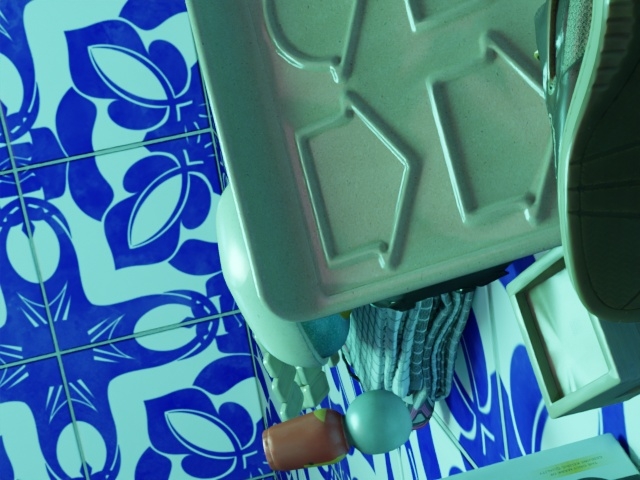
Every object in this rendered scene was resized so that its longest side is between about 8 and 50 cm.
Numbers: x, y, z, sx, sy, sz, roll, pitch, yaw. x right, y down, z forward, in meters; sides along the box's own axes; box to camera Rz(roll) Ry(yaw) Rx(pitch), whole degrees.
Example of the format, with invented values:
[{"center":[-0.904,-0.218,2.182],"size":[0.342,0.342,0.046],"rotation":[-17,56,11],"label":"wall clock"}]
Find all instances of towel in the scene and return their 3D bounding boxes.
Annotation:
[{"center":[0.087,0.033,1.513],"size":[0.284,0.121,0.235],"rotation":[91,161,-46],"label":"towel"}]

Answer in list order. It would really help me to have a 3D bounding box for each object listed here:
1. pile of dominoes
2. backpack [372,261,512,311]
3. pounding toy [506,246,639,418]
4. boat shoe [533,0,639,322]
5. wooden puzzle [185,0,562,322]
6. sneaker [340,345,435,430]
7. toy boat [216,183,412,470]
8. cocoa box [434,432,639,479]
[{"center":[-0.055,0.082,1.559],"size":[0.196,0.040,0.251],"rotation":[-40,-67,-65],"label":"pile of dominoes"},{"center":[0.094,-0.049,1.232],"size":[0.144,0.165,0.188],"rotation":[106,147,-66],"label":"backpack"},{"center":[0.212,0.055,0.990],"size":[0.141,0.100,0.130],"rotation":[128,129,-63],"label":"pounding toy"},{"center":[0.192,-0.122,0.801],"size":[0.123,0.123,0.342],"rotation":[-111,15,-70],"label":"boat shoe"},{"center":[0.079,-0.132,0.972],"size":[0.080,0.347,0.322],"rotation":[-4,-103,-59],"label":"wooden puzzle"},{"center":[0.064,0.132,1.728],"size":[0.299,0.120,0.112],"rotation":[-118,17,-54],"label":"sneaker"},{"center":[-0.003,0.086,1.371],"size":[0.267,0.148,0.318],"rotation":[62,-166,-60],"label":"toy boat"},{"center":[0.125,0.345,1.047],"size":[0.228,0.347,0.231],"rotation":[-119,20,-54],"label":"cocoa box"}]
